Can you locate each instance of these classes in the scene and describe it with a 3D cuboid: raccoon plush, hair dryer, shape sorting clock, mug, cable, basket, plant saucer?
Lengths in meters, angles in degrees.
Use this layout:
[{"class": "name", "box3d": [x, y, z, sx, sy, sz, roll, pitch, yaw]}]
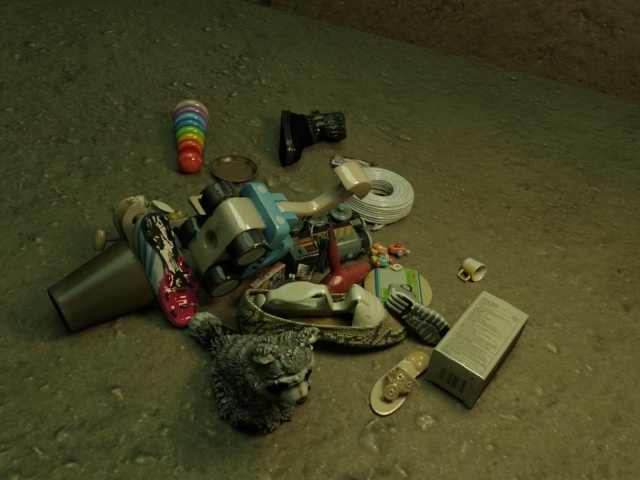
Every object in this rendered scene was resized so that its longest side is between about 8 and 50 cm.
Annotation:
[{"class": "raccoon plush", "box3d": [-0.190, 0.252, 1.486, 0.447, 0.299, 0.216, 30, 45, 23]}, {"class": "hair dryer", "box3d": [0.046, 0.077, 1.798, 0.294, 0.223, 0.080, 16, 16, -49]}, {"class": "shape sorting clock", "box3d": [0.233, 0.149, 1.888, 0.206, 0.040, 0.206, 2, 40, -2]}, {"class": "mug", "box3d": [0.478, 0.089, 1.995, 0.078, 0.062, 0.064, -12, 36, -33]}, {"class": "cable", "box3d": [0.199, -0.161, 2.206, 0.257, 0.089, 0.257, -20, 48, -30]}, {"class": "basket", "box3d": [-0.583, 0.134, 1.658, 0.227, 0.204, 0.154, -30, 15, -26]}, {"class": "plant saucer", "box3d": [-0.312, -0.253, 2.262, 0.169, 0.029, 0.168, 5, 40, -4]}]

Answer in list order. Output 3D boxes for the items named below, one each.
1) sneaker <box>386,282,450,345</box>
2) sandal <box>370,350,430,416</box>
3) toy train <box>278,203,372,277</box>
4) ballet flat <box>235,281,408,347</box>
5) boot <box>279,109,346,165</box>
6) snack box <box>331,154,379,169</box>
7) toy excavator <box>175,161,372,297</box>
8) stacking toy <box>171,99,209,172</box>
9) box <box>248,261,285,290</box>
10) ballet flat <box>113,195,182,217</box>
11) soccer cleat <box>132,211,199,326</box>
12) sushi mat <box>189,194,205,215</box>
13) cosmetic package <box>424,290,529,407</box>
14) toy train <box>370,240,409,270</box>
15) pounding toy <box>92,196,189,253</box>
[{"class": "sneaker", "box3d": [0.278, 0.193, 1.773, 0.229, 0.086, 0.132, 40, 20, -17]}, {"class": "sandal", "box3d": [0.211, 0.347, 1.623, 0.088, 0.079, 0.240, 32, 45, 25]}, {"class": "toy train", "box3d": [0.000, 0.000, 1.956, 0.334, 0.142, 0.190, -13, 57, -27]}, {"class": "ballet flat", "box3d": [0.017, 0.191, 1.688, 0.483, 0.182, 0.164, 3, 40, -8]}, {"class": "boot", "box3d": [-0.024, -0.403, 2.414, 0.260, 0.131, 0.347, 4, 40, -6]}, {"class": "snack box", "box3d": [0.133, -0.287, 2.393, 0.178, 0.022, 0.064, 11, 41, 1]}, {"class": "toy excavator", "box3d": [-0.118, -0.062, 1.777, 0.445, 0.433, 0.222, -8, 59, -50]}, {"class": "stacking toy", "box3d": [-0.478, -0.374, 2.297, 0.141, 0.141, 0.330, 0, 45, -11]}, {"class": "box", "box3d": [-0.154, 0.131, 1.792, 0.027, 0.093, 0.137, 30, 45, 23]}, {"class": "ballet flat", "box3d": [-0.550, -0.101, 1.997, 0.249, 0.086, 0.086, 19, 41, 11]}, {"class": "soccer cleat", "box3d": [-0.431, 0.083, 1.741, 0.116, 0.143, 0.331, -15, 84, -38]}, {"class": "sushi mat", "box3d": [-0.299, -0.067, 2.055, 0.152, 0.019, 0.316, -18, 47, -27]}, {"class": "cosmetic package", "box3d": [0.425, 0.287, 1.697, 0.153, 0.129, 0.296, 31, 45, 25]}, {"class": "toy train", "box3d": [0.219, 0.037, 1.985, 0.125, 0.046, 0.166, 6, 23, 8]}, {"class": "pounding toy", "box3d": [-0.543, -0.055, 1.865, 0.270, 0.154, 0.155, -6, 19, -39]}]
